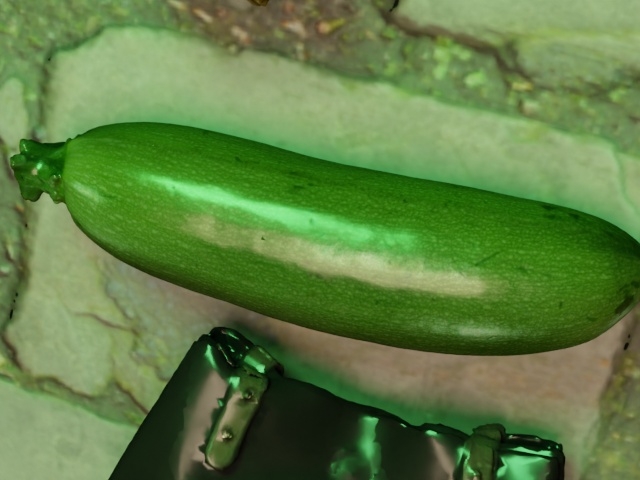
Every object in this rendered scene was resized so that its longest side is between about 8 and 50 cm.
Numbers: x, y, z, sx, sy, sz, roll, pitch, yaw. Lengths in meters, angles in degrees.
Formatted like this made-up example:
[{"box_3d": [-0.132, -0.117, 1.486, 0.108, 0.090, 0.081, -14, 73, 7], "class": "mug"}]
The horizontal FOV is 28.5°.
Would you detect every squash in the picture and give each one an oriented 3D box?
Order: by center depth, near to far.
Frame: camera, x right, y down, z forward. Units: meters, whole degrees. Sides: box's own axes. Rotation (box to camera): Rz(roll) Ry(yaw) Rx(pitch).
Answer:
[{"box_3d": [0.000, 0.000, 0.765, 0.395, 0.107, 0.107, 13, 113, 9], "class": "squash"}]

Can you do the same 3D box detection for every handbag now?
[{"box_3d": [-0.002, 0.224, 0.834, 0.342, 0.152, 0.288, 20, 103, 4], "class": "handbag"}]

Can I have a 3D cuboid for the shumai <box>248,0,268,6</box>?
[{"box_3d": [-0.046, -0.191, 0.713, 0.116, 0.145, 0.145, 30, 117, -22], "class": "shumai"}]
